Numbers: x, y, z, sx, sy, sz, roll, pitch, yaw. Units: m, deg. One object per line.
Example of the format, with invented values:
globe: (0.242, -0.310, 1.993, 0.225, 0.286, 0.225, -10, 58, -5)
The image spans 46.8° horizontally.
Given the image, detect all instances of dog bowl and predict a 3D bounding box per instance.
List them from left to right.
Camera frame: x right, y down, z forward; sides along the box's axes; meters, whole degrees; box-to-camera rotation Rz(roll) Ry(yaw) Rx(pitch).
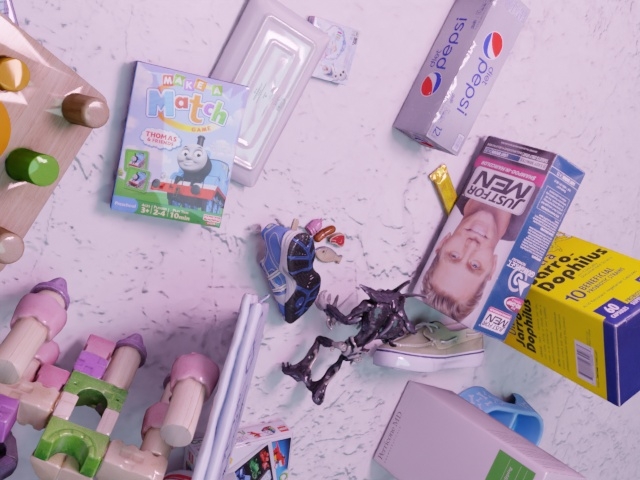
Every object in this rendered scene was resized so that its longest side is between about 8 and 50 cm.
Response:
dog bowl: (0.400, 0.433, 1.690, 0.297, 0.074, 0.165, 18, 97, -38)

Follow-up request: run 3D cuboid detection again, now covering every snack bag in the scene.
snack bag: (-0.132, 0.233, 1.103, 0.037, 0.342, 0.322, 14, 86, 0)

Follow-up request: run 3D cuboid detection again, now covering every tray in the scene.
tray: (-0.095, -0.222, 1.117, 0.145, 0.030, 0.270, 25, 95, -33)

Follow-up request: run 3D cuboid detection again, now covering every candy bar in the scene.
candy bar: (0.251, -0.074, 1.429, 0.040, 0.018, 0.161, -38, 125, -16)

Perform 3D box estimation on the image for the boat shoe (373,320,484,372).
boat shoe: (0.219, 0.207, 1.477, 0.302, 0.109, 0.094, 4, 89, -44)

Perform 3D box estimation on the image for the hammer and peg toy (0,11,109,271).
hammer and peg toy: (-0.415, -0.079, 0.781, 0.266, 0.127, 0.361, 42, 72, -46)

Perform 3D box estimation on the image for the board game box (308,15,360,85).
board game box: (0.013, -0.302, 1.179, 0.090, 0.020, 0.090, 7, 104, -36)

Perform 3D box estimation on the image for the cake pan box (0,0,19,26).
cake pan box: (-0.473, -0.153, 0.878, 0.267, 0.070, 0.245, -23, 117, -26)

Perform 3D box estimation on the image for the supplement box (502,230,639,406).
supplement box: (0.499, 0.130, 1.460, 0.194, 0.357, 0.195, -28, 121, -23)

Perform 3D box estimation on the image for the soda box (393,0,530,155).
soda box: (0.245, -0.299, 1.289, 0.091, 0.098, 0.286, 25, 93, -37)

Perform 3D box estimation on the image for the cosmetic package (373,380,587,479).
cosmetic package: (0.298, 0.445, 1.440, 0.155, 0.366, 0.196, 21, 92, -39)

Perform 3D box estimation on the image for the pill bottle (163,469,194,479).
pill bottle: (-0.269, 0.489, 1.102, 0.318, 0.177, 0.176, -23, 127, -68)

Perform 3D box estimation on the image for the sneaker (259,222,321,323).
sneaker: (-0.053, 0.054, 1.241, 0.080, 0.081, 0.211, -38, 144, -35)

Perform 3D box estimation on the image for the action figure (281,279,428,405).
action figure: (0.055, 0.155, 1.312, 0.276, 0.141, 0.164, -44, 126, 7)

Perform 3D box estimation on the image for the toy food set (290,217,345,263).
toy food set: (0.000, 0.000, 1.286, 0.122, 0.019, 0.077, 11, 101, -36)

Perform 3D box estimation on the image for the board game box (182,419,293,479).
board game box: (-0.158, 0.488, 1.345, 0.193, 0.053, 0.305, -4, 110, -32)

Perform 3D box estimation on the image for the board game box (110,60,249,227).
board game box: (-0.202, -0.135, 1.060, 0.160, 0.039, 0.211, 10, 102, -18)

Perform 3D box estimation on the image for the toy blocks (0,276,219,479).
toy blocks: (-0.320, 0.219, 1.057, 0.289, 0.260, 0.308, 23, 121, -10)

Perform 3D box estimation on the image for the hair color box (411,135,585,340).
hair color box: (0.328, -0.008, 1.384, 0.105, 0.174, 0.347, 22, 94, -38)
